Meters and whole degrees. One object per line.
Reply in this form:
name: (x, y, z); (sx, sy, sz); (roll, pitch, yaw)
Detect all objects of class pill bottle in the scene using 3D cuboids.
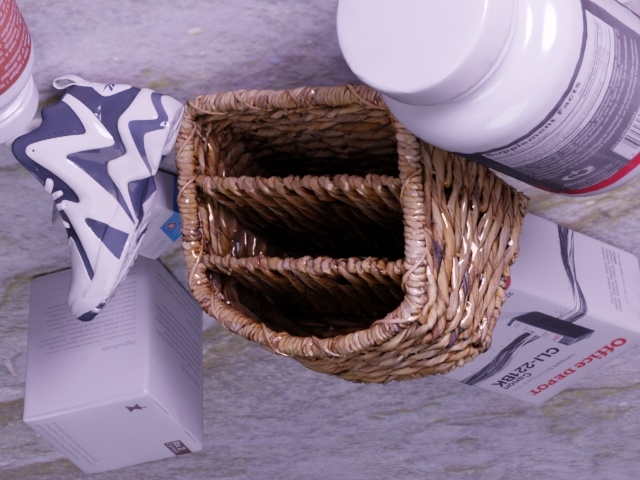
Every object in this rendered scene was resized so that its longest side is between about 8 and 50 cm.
pill bottle: (-0.309, -0.176, 1.267); (0.121, 0.121, 0.216); (-6, 146, 5)
pill bottle: (0.152, -0.145, 1.226); (0.176, 0.176, 0.318); (-24, 159, 29)

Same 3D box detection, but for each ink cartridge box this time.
ink cartridge box: (0.198, 0.068, 1.683); (0.273, 0.114, 0.197); (18, 141, -30)
ink cartridge box: (-0.200, -0.037, 1.550); (0.122, 0.052, 0.088); (19, 141, -30)

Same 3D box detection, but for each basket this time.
basket: (0.000, 0.000, 1.400); (0.299, 0.213, 0.223); (4, 157, 42)

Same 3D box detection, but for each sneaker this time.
sneaker: (-0.236, -0.050, 1.437); (0.153, 0.094, 0.235); (22, 115, 2)

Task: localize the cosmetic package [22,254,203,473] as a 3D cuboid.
cosmetic package: (-0.226, 0.137, 1.694); (0.151, 0.184, 0.151); (-13, 145, 16)
